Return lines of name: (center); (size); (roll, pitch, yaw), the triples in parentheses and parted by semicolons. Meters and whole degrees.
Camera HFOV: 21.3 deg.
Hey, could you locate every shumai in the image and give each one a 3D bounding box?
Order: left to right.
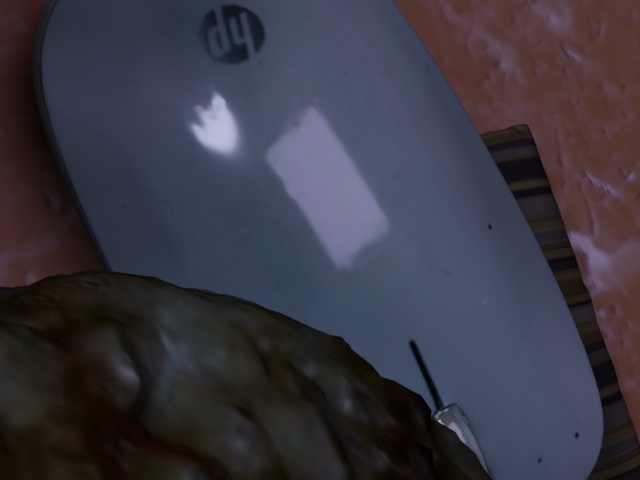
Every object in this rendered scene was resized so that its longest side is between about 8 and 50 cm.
shumai: (-0.129, 0.222, 0.413); (0.395, 0.348, 0.395); (31, 43, -35)

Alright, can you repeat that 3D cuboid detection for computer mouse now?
computer mouse: (0.001, -0.002, 0.664); (0.159, 0.097, 0.288); (-29, 85, -17)

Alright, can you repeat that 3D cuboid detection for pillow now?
pillow: (0.082, 0.051, 0.748); (0.113, 0.038, 0.203); (-12, 81, -33)
